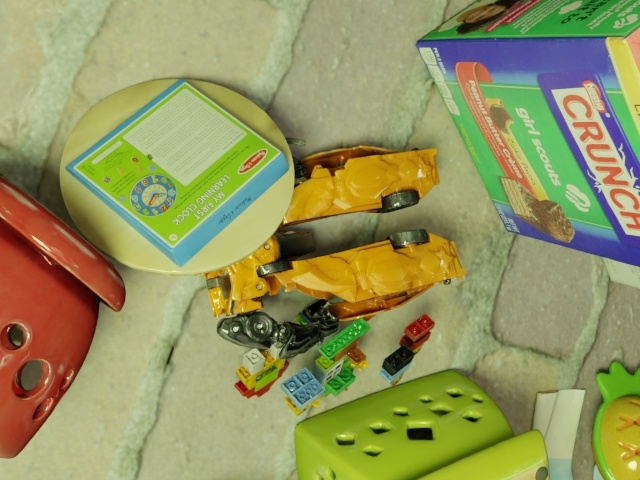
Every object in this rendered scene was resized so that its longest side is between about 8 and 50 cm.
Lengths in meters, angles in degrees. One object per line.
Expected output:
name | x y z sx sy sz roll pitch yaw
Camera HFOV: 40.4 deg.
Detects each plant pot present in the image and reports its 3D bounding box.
plant pot | 0.125 0.298 0.942 0.228 0.207 0.227 -16 106 -25
plant pot | -0.267 0.052 0.701 0.191 0.191 0.174 45 76 -27

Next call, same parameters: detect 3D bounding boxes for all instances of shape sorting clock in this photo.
shape sorting clock | -0.126 -0.060 0.777 0.206 0.206 0.040 -26 154 -20

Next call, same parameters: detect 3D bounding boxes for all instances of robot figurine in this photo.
robot figurine | 0.000 0.000 0.870 0.291 0.085 0.211 -11 85 -25

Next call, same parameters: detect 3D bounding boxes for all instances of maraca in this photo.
maraca | 0.404 0.246 1.115 0.127 0.099 0.186 16 59 -18

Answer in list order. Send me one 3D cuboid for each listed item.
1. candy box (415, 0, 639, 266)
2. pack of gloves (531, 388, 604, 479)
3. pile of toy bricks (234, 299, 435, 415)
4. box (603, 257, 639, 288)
candy box | 0.272 -0.114 0.871 0.122 0.317 0.268 -38 114 -16
pack of gloves | 0.360 0.313 1.157 0.195 0.046 0.232 2 99 -27
pile of toy bricks | 0.019 0.131 0.926 0.212 0.118 0.105 -30 151 -30
box | 0.435 -0.057 1.080 0.182 0.119 0.181 -35 114 -17
